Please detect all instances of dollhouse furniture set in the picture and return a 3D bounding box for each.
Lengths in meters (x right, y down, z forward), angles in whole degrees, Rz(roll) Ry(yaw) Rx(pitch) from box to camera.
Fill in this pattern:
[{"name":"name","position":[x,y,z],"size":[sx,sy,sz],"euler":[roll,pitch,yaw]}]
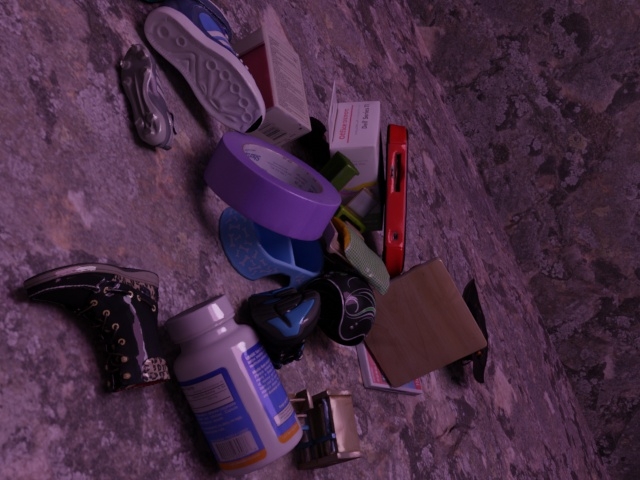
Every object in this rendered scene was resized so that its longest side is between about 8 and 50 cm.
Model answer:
[{"name":"dollhouse furniture set","position":[-0.039,0.358,1.373],"size":[0.183,0.129,0.129],"euler":[8,61,-38]},{"name":"dollhouse furniture set","position":[0.093,-0.044,1.677],"size":[0.197,0.151,0.301],"euler":[38,12,-27]}]

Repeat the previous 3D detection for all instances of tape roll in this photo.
[{"name":"tape roll","position":[-0.096,-0.113,1.494],"size":[0.275,0.090,0.275],"euler":[28,19,-11]}]

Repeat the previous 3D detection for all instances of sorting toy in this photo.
[{"name":"sorting toy","position":[0.232,0.190,1.789],"size":[0.257,0.255,0.089],"euler":[59,12,-15]}]

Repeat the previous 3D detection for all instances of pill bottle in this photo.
[{"name":"pill bottle","position":[-0.150,0.233,1.212],"size":[0.272,0.152,0.152],"euler":[65,27,-3]}]

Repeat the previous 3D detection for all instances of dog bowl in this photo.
[{"name":"dog bowl","position":[-0.093,0.010,1.572],"size":[0.297,0.074,0.166],"euler":[23,50,-53]}]

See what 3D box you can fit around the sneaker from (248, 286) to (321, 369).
[{"name":"sneaker","position":[-0.057,0.165,1.334],"size":[0.341,0.125,0.140],"euler":[179,-102,-83]}]

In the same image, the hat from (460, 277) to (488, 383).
[{"name":"hat","position":[0.426,0.277,2.247],"size":[0.331,0.134,0.331],"euler":[-5,90,-68]}]

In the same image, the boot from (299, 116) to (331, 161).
[{"name":"boot","position":[-0.002,-0.273,1.953],"size":[0.121,0.045,0.099],"euler":[30,40,-14]}]

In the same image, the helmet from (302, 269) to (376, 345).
[{"name":"helmet","position":[0.045,0.150,1.617],"size":[0.161,0.169,0.169],"euler":[7,63,-54]}]

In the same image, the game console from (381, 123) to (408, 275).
[{"name":"game console","position":[0.188,-0.087,1.933],"size":[0.342,0.060,0.386],"euler":[81,12,-82]}]

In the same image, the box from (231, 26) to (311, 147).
[{"name":"box","position":[-0.126,-0.357,1.735],"size":[0.148,0.127,0.232],"euler":[27,47,-52]}]

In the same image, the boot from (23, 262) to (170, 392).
[{"name":"boot","position":[-0.313,0.130,1.069],"size":[0.236,0.085,0.178],"euler":[11,63,-59]}]

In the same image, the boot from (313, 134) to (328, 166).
[{"name":"boot","position":[0.015,-0.244,2.008],"size":[0.106,0.037,0.114],"euler":[37,35,-41]}]

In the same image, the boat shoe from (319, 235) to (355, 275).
[{"name":"boat shoe","position":[0.000,0.000,1.747],"size":[0.233,0.079,0.084],"euler":[54,31,-21]}]

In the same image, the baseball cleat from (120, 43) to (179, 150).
[{"name":"baseball cleat","position":[-0.324,-0.267,1.393],"size":[0.109,0.072,0.206],"euler":[31,46,-69]}]

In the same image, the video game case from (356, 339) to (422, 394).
[{"name":"video game case","position":[0.173,0.290,1.894],"size":[0.285,0.025,0.204],"euler":[24,49,-54]}]

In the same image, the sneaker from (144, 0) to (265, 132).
[{"name":"sneaker","position":[-0.212,-0.399,1.575],"size":[0.323,0.130,0.236],"euler":[45,31,-11]}]

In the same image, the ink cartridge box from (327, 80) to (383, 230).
[{"name":"ink cartridge box","position":[0.099,-0.217,1.886],"size":[0.207,0.119,0.353],"euler":[-82,167,-45]}]
